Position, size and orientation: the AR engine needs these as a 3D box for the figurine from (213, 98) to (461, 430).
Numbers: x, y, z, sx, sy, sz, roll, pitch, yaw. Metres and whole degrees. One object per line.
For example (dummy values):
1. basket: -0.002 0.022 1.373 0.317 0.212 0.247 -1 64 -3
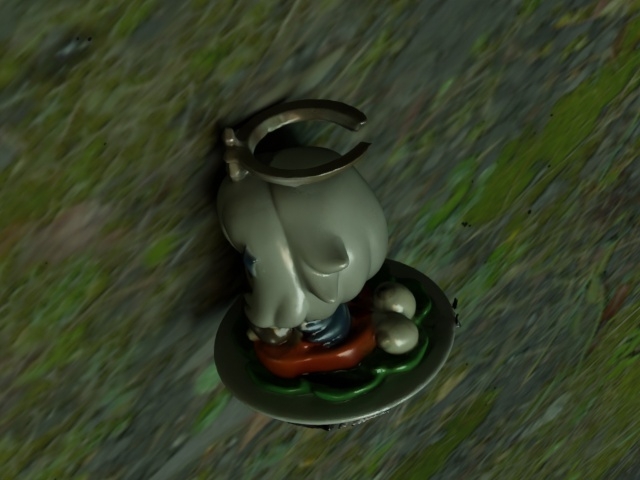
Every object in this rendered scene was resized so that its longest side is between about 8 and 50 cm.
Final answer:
1. figurine: 0.000 0.000 0.970 0.132 0.132 0.154 -33 135 -25
